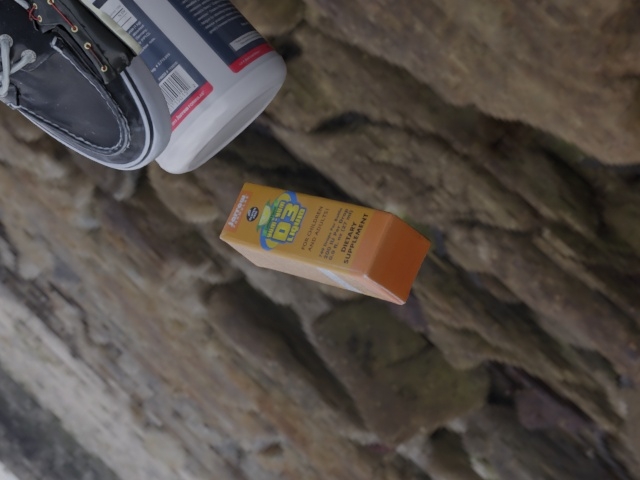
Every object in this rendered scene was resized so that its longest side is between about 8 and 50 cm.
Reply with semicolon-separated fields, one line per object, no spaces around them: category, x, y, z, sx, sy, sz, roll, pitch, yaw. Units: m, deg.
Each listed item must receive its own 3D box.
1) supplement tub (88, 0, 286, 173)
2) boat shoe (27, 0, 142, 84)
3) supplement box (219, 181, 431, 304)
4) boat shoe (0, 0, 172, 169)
supplement tub;-0.190;-0.231;1.427;0.272;0.191;0.191;48;168;1
boat shoe;-0.193;-0.170;0.902;0.133;0.042;0.049;43;172;-15
supplement box;0.000;0.000;1.316;0.233;0.078;0.080;12;165;46
boat shoe;-0.251;-0.157;0.968;0.301;0.108;0.102;45;-150;-8
